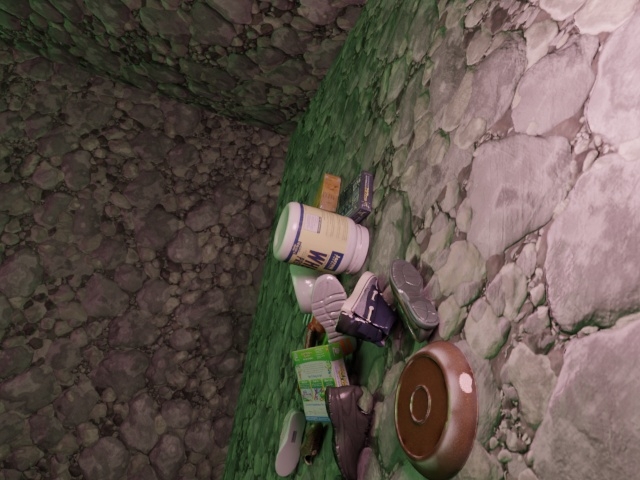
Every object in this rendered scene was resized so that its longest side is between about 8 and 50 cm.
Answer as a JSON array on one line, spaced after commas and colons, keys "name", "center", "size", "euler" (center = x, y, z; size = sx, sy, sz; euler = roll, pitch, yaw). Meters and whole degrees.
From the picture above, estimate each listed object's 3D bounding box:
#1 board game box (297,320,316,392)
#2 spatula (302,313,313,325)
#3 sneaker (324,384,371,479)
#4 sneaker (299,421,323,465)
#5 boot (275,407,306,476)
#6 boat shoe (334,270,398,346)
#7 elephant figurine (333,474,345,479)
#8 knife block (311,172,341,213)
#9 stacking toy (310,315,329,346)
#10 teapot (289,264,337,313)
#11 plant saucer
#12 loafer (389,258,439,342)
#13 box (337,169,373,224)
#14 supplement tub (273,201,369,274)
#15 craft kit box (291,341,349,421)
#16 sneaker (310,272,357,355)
[{"name": "board game box", "center": [-0.048, 0.474, 1.873], "size": [0.145, 0.027, 0.282], "euler": [-10, -70, -81]}, {"name": "spatula", "center": [-0.043, 0.306, 2.176], "size": [0.168, 0.019, 0.242], "euler": [-159, 85, -73]}, {"name": "sneaker", "center": [0.092, 0.564, 1.319], "size": [0.109, 0.130, 0.287], "euler": [-172, 74, -81]}, {"name": "sneaker", "center": [-0.023, 0.749, 1.654], "size": [0.071, 0.066, 0.189], "euler": [58, 139, 47]}, {"name": "boot", "center": [-0.127, 0.836, 1.880], "size": [0.123, 0.095, 0.259], "euler": [137, 153, -73]}, {"name": "boat shoe", "center": [0.166, 0.213, 1.394], "size": [0.340, 0.158, 0.127], "euler": [-45, -26, -61]}, {"name": "elephant figurine", "center": [0.043, 0.759, 1.252], "size": [0.186, 0.169, 0.240], "euler": [-17, 38, 39]}, {"name": "knife block", "center": [0.007, -0.178, 2.316], "size": [0.242, 0.088, 0.276], "euler": [143, 138, -65]}, {"name": "stacking toy", "center": [-0.011, 0.416, 1.760], "size": [0.279, 0.130, 0.309], "euler": [149, 134, -67]}, {"name": "teapot", "center": [-0.020, 0.185, 1.928], "size": [0.253, 0.186, 0.256], "euler": [80, 174, -57]}, {"name": "plant saucer", "center": [0.249, 0.385, 1.047], "size": [0.310, 0.050, 0.311], "euler": [-165, 90, -75]}, {"name": "loafer", "center": [0.237, 0.158, 1.220], "size": [0.268, 0.096, 0.084], "euler": [-103, 23, -54]}, {"name": "box", "center": [0.143, -0.158, 1.885], "size": [0.233, 0.059, 0.184], "euler": [134, 148, -59]}, {"name": "supplement tub", "center": [0.000, 0.000, 1.740], "size": [0.235, 0.324, 0.236], "euler": [-165, 90, -74]}, {"name": "craft kit box", "center": [0.005, 0.485, 1.531], "size": [0.249, 0.060, 0.247], "euler": [-28, 74, 53]}, {"name": "sneaker", "center": [0.043, 0.229, 1.564], "size": [0.180, 0.124, 0.321], "euler": [-90, -12, -65]}]
